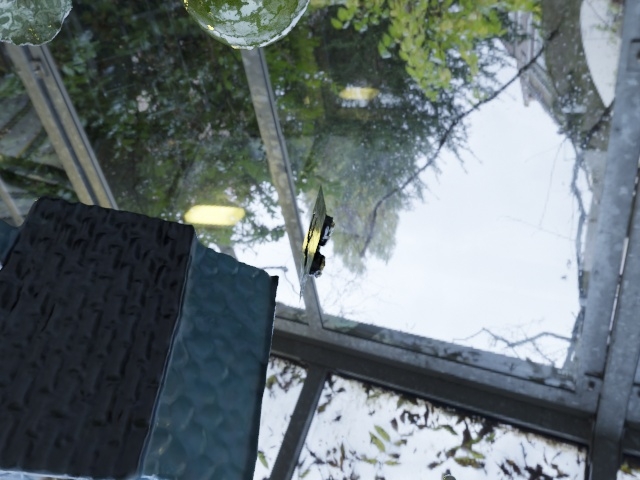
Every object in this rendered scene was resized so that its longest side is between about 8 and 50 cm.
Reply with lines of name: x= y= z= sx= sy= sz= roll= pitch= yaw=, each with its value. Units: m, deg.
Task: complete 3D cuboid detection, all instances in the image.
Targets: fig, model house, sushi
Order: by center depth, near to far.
model house: x=-0.276 y=0.160 z=0.635 sx=0.297 sy=0.339 sz=0.360 roll=-28 pitch=-138 yaw=36
sushi: x=0.000 y=0.000 z=1.127 sx=0.043 sy=0.193 sz=0.279 roll=15 pitch=-164 yaw=-7
fig: x=-0.160 y=-0.544 z=1.135 sx=0.315 sy=0.316 sz=0.316 roll=-8 pitch=-146 yaw=5

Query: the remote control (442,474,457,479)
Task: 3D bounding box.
remote control: x=0.307 y=0.629 z=1.315 sx=0.032 sy=0.122 sz=0.074 roll=2 pitch=-138 yaw=-21

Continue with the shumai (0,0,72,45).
shumai: x=-0.489 y=-0.429 z=0.720 sx=0.397 sy=0.323 sz=0.324 roll=19 pitch=-123 yaw=-10
